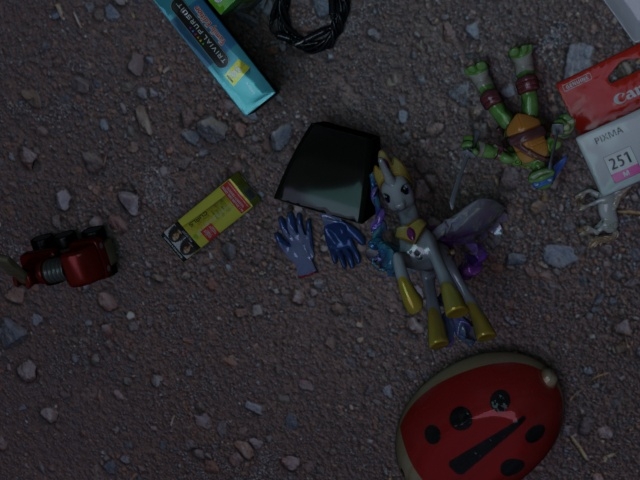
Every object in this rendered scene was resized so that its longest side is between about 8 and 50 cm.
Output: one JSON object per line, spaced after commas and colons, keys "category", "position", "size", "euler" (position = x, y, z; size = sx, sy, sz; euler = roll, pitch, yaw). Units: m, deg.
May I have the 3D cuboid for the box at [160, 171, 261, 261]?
{"category": "box", "position": [-0.246, -0.051, 2.137], "size": [0.232, 0.058, 0.087], "euler": [-35, 97, 25]}

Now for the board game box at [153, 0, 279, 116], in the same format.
{"category": "board game box", "position": [-0.217, -0.400, 1.877], "size": [0.079, 0.254, 0.336], "euler": [-38, 97, 5]}

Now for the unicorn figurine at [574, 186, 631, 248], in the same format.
{"category": "unicorn figurine", "position": [0.566, -0.067, 1.903], "size": [0.111, 0.060, 0.162], "euler": [-8, 124, 4]}

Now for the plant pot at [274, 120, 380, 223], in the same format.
{"category": "plant pot", "position": [0.032, -0.148, 1.959], "size": [0.187, 0.188, 0.167], "euler": [16, 103, 10]}

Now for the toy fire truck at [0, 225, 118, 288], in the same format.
{"category": "toy fire truck", "position": [-0.614, 0.052, 2.179], "size": [0.217, 0.246, 0.158], "euler": [-7, 109, 19]}

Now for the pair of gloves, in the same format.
{"category": "pair of gloves", "position": [0.000, 0.000, 2.108], "size": [0.198, 0.023, 0.159], "euler": [-14, 108, 21]}

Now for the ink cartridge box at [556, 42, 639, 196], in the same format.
{"category": "ink cartridge box", "position": [0.607, -0.245, 1.783], "size": [0.275, 0.060, 0.239], "euler": [-25, 88, 23]}

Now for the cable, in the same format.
{"category": "cable", "position": [-0.016, -0.466, 1.913], "size": [0.150, 0.047, 0.184], "euler": [30, 115, 3]}

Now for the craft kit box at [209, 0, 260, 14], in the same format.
{"category": "craft kit box", "position": [-0.222, -0.546, 1.828], "size": [0.061, 0.250, 0.246], "euler": [-43, 94, 18]}

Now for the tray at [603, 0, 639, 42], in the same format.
{"category": "tray", "position": [0.559, -0.510, 1.740], "size": [0.145, 0.030, 0.270], "euler": [-35, 99, 26]}

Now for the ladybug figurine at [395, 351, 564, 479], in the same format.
{"category": "ladybug figurine", "position": [0.343, 0.428, 2.101], "size": [0.305, 0.162, 0.449], "euler": [41, 116, -2]}

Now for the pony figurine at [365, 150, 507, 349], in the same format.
{"category": "pony figurine", "position": [0.220, 0.027, 1.855], "size": [0.302, 0.351, 0.363], "euler": [-26, 61, 17]}

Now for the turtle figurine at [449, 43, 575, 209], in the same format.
{"category": "turtle figurine", "position": [0.364, -0.224, 1.797], "size": [0.198, 0.274, 0.266], "euler": [-27, 78, 55]}
